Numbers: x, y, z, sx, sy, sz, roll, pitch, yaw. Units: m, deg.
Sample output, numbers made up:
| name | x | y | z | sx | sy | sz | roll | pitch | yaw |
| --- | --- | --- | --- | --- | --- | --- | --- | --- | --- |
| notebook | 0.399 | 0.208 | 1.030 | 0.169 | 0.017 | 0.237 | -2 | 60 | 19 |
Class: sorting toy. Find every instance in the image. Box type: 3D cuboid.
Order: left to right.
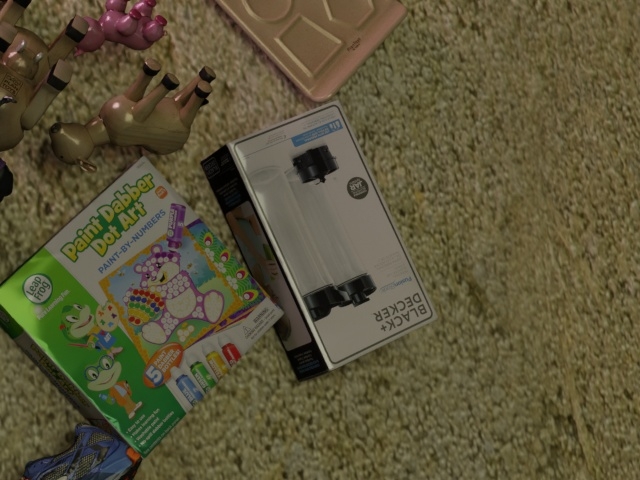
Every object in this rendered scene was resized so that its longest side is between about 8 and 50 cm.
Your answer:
| name | x | y | z | sx | sy | sz | roll | pitch | yaw |
| --- | --- | --- | --- | --- | --- | --- | --- | --- | --- |
| sorting toy | -0.019 | -0.295 | 2.081 | 0.208 | 0.038 | 0.193 | 44 | 62 | -6 |

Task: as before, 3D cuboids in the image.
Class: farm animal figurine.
| name | x | y | z | sx | sy | sz | roll | pitch | yaw |
| --- | --- | --- | --- | --- | --- | --- | --- | --- | --- |
| farm animal figurine | -0.306 | -0.179 | 1.813 | 0.330 | 0.172 | 0.327 | 42 | 29 | -2 |

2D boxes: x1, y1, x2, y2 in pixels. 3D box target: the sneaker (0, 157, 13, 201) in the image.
| name | x | y | z | sx | sy | sz | roll | pitch | yaw |
| --- | --- | --- | --- | --- | --- | --- | --- | --- | --- |
| sneaker | -0.424 | 0.002 | 1.763 | 0.124 | 0.107 | 0.283 | 43 | 62 | -18 |

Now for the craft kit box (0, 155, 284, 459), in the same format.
| name | x | y | z | sx | sy | sz | roll | pitch | yaw |
| --- | --- | --- | --- | --- | --- | --- | --- | --- | --- |
| craft kit box | -0.205 | 0.075 | 1.882 | 0.246 | 0.061 | 0.250 | 47 | 62 | -6 |

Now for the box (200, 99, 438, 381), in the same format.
| name | x | y | z | sx | sy | sz | roll | pitch | yaw |
| --- | --- | --- | --- | --- | --- | --- | --- | --- | --- |
| box | 0.000 | 0.000 | 1.983 | 0.169 | 0.087 | 0.290 | -22 | 88 | -29 |

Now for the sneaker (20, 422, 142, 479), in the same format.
| name | x | y | z | sx | sy | sz | roll | pitch | yaw |
| --- | --- | --- | --- | --- | --- | --- | --- | --- | --- |
| sneaker | -0.293 | 0.279 | 1.780 | 0.087 | 0.083 | 0.221 | 43 | 62 | 14 |
